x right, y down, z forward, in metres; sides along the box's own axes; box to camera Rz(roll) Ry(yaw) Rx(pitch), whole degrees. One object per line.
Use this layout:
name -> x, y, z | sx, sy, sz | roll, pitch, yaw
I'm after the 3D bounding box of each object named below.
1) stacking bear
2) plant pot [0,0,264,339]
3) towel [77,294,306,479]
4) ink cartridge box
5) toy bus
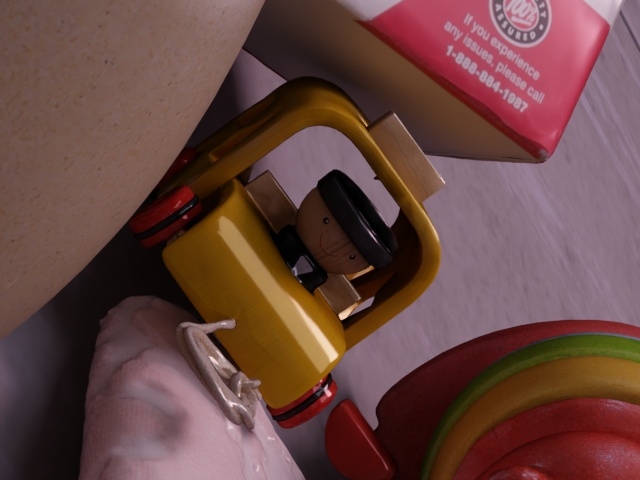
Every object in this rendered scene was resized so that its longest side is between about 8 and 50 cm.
stacking bear -> 0.106, 0.121, 0.771 | 0.175, 0.164, 0.289 | 57, 9, 2
plant pot -> -0.122, -0.096, 0.514 | 0.284, 0.191, 0.284 | 44, 37, -46
towel -> 0.015, 0.211, 0.642 | 0.317, 0.053, 0.332 | 54, 13, -24
ink cartridge box -> 0.053, -0.219, 0.830 | 0.226, 0.131, 0.306 | 34, 73, -31
toy bus -> -0.004, -0.007, 0.740 | 0.202, 0.104, 0.191 | 57, 5, 34
